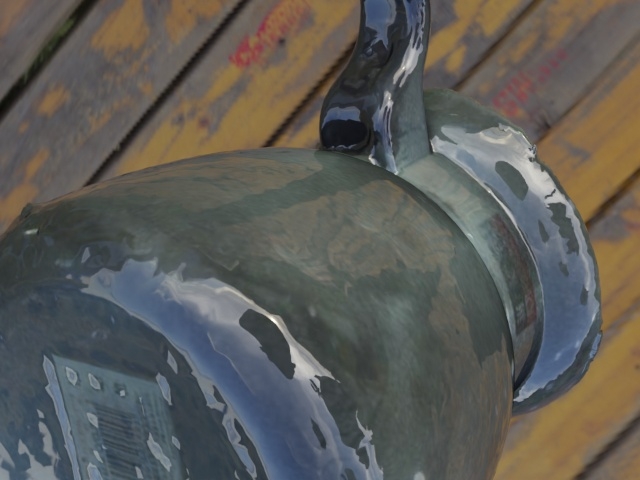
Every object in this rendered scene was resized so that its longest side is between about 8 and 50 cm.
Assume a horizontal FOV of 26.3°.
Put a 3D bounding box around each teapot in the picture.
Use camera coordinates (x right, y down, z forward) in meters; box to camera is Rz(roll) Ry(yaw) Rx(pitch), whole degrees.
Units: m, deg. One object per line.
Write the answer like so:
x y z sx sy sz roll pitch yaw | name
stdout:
-0.013 0.012 0.617 0.223 0.285 0.305 -27 93 44 | teapot
